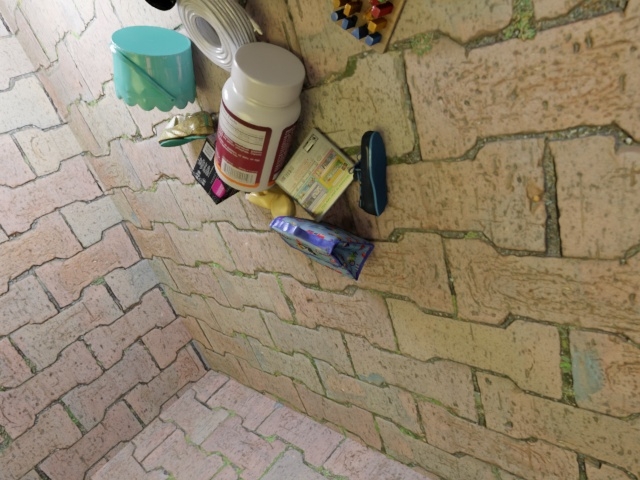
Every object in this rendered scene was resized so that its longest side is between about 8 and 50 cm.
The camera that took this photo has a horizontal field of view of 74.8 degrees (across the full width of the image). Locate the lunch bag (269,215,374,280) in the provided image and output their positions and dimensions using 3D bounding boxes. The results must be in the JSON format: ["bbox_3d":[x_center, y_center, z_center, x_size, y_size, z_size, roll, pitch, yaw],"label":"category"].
[{"bbox_3d":[0.000,0.000,1.279,0.221,0.138,0.293,25,179,29],"label":"lunch bag"}]

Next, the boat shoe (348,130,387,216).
[{"bbox_3d":[0.123,-0.175,1.150,0.089,0.109,0.258,17,130,30],"label":"boat shoe"}]

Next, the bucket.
[{"bbox_3d":[-0.553,-0.575,1.390,0.281,0.281,0.183,34,138,21],"label":"bucket"}]

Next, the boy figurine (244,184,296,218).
[{"bbox_3d":[-0.152,-0.144,1.402,0.285,0.177,0.092,39,132,48],"label":"boy figurine"}]

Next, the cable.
[{"bbox_3d":[-0.291,-0.596,1.180,0.257,0.089,0.257,46,163,-17],"label":"cable"}]

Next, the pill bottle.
[{"bbox_3d":[-0.184,-0.346,1.225,0.224,0.224,0.392,42,143,12],"label":"pill bottle"}]

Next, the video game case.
[{"bbox_3d":[-0.011,-0.195,1.265,0.193,0.023,0.212,44,114,9],"label":"video game case"}]

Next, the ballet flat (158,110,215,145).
[{"bbox_3d":[-0.520,-0.432,1.612,0.349,0.123,0.123,4,124,45],"label":"ballet flat"}]

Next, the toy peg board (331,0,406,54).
[{"bbox_3d":[0.089,-0.516,0.917,0.161,0.079,0.160,41,142,13],"label":"toy peg board"}]

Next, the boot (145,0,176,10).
[{"bbox_3d":[-0.479,-0.731,1.062,0.207,0.094,0.246,59,-173,26],"label":"boot"}]

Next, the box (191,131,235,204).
[{"bbox_3d":[-0.343,-0.274,1.523,0.163,0.142,0.247,51,142,1],"label":"box"}]
